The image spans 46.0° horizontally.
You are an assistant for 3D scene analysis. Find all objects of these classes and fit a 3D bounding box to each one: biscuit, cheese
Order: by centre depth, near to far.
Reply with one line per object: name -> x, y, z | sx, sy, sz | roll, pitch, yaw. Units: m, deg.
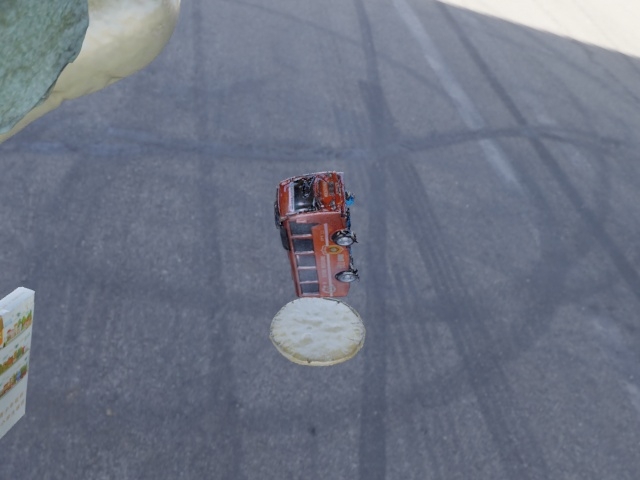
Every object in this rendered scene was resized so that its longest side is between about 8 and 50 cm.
cheese -> -0.365, -0.211, 0.891 | 0.351, 0.129, 0.328 | 9, 60, 17
biscuit -> -0.004, 0.137, 1.164 | 0.152, 0.020, 0.152 | 2, 38, -1

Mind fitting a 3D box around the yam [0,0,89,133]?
yam -> -0.173, -0.140, 0.308 | 0.107, 0.107, 0.194 | -25, 82, -47

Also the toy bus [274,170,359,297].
toy bus -> 0.000, 0.000, 0.937 | 0.097, 0.234, 0.073 | -7, 61, 2

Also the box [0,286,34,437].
box -> -0.450, 0.187, 1.052 | 0.032, 0.220, 0.122 | 18, 25, 7
